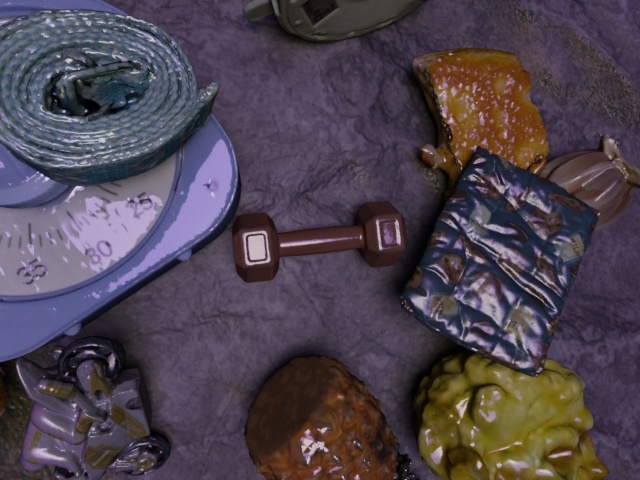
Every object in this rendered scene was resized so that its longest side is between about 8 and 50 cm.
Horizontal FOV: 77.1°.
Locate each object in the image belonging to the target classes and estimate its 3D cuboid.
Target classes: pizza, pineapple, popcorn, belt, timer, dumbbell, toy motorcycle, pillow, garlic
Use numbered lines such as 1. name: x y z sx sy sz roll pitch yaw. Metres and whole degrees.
1. pizza: 0.236 -0.133 0.589 0.189 0.071 0.296 -15 92 -10
2. pineapple: 0.060 0.305 0.524 0.169 0.169 0.340 -43 110 -8
3. popcorn: 0.264 0.261 0.540 0.286 0.174 0.225 42 77 -5
4. belt: -0.194 -0.125 0.349 0.148 0.082 0.163 43 67 -15
5. timer: -0.312 -0.094 0.441 0.395 0.173 0.394 0 90 -9
6. dumbbell: 0.000 0.000 0.539 0.231 0.082 0.092 -6 91 -10
7. toy motorcycle: -0.279 0.215 0.471 0.152 0.073 0.225 -16 118 -12
8. pillow: 0.231 0.020 0.510 0.189 0.034 0.255 29 77 5
9. garlic: 0.364 -0.053 0.600 0.194 0.127 0.131 -44 77 18

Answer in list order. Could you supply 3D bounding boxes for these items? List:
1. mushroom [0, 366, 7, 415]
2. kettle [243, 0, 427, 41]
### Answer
1. mushroom: -0.452 0.240 0.379 0.233 0.208 0.301 13 96 -5
2. kettle: -0.037 -0.464 0.488 0.361 0.250 0.376 -19 90 19
